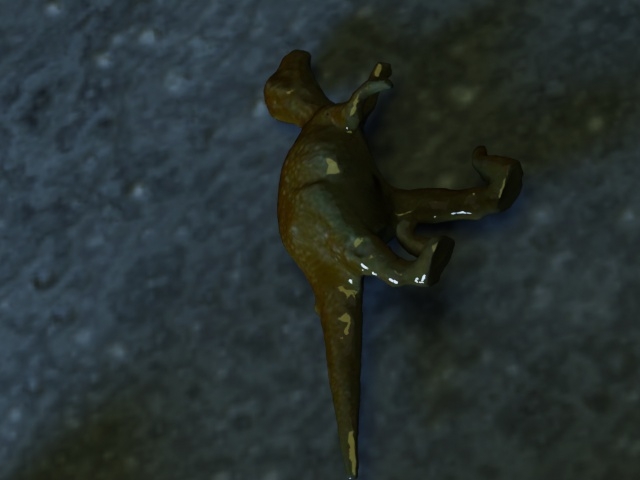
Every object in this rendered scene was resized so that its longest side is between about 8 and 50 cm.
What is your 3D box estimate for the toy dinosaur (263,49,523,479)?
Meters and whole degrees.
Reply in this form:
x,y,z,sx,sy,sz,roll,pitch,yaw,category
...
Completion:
x,y,z,sx,sy,sz,roll,pitch,yaw,category
0.000,0.000,0.764,0.126,0.039,0.162,18,72,36,toy dinosaur
